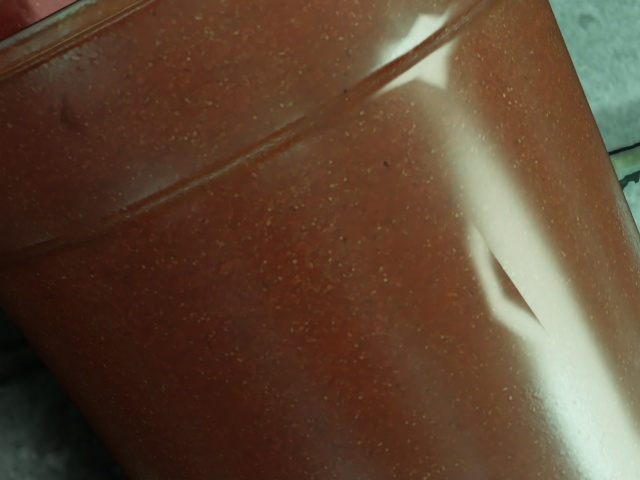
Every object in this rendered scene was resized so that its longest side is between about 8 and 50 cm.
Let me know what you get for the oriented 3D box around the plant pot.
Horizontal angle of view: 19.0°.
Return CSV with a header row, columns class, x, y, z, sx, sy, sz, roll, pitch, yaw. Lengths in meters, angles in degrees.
class,x,y,z,sx,sy,sz,roll,pitch,yaw
plant pot,0.000,0.000,0.718,0.272,0.272,0.265,-39,107,-35
